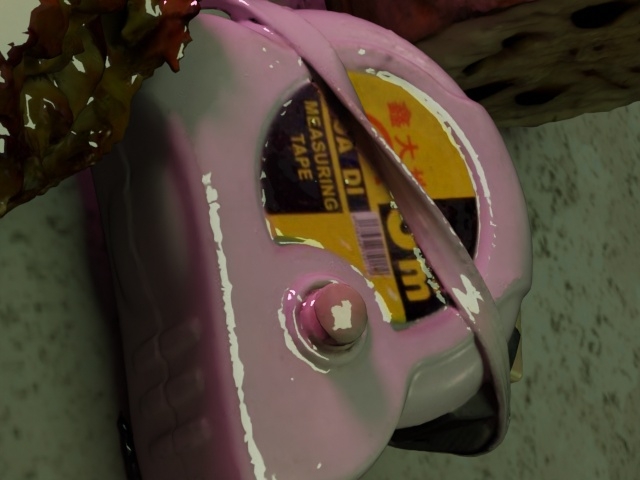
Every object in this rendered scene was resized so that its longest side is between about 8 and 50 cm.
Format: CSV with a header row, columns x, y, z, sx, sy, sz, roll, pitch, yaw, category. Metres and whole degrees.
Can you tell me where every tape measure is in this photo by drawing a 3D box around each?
x,y,z,sx,sy,sz,roll,pitch,yaw,category
0.000,0.000,0.749,0.197,0.120,0.236,-3,74,-34,tape measure

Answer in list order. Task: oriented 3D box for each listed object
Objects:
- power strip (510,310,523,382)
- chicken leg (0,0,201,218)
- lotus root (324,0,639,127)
x,y,z,sx,sy,sz,roll,pitch,yaw,category
0.056,0.032,0.871,0.123,0.032,0.056,27,56,-39,power strip
-0.137,-0.148,0.655,0.211,0.140,0.361,25,59,-30,chicken leg
0.105,-0.242,0.905,0.250,0.250,0.346,12,60,-45,lotus root
